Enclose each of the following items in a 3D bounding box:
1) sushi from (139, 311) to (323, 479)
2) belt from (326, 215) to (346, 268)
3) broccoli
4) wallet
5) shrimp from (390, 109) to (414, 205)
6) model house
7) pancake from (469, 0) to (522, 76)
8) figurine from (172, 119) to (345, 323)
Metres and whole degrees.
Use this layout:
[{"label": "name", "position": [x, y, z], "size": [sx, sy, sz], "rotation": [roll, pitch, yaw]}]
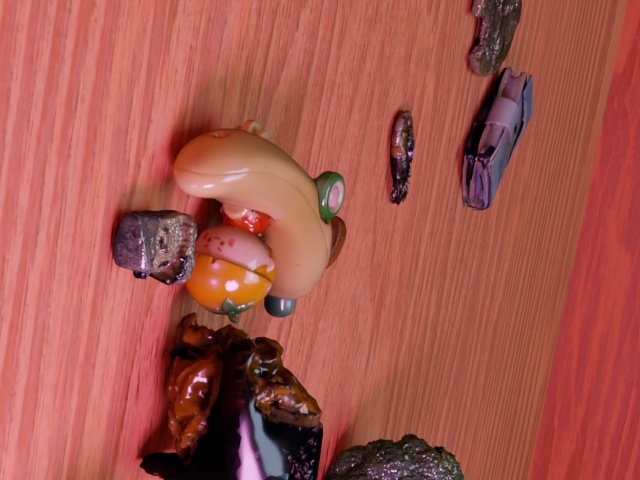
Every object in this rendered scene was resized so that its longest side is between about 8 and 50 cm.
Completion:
[{"label": "sushi", "position": [-0.097, 0.205, 1.452], "size": [0.213, 0.200, 0.204], "rotation": [28, 78, -64]}, {"label": "belt", "position": [0.000, 0.000, 1.751], "size": [0.083, 0.059, 0.036], "rotation": [-64, 156, -1]}, {"label": "broccoli", "position": [0.118, 0.445, 2.094], "size": [0.270, 0.269, 0.270], "rotation": [-145, -112, -81]}, {"label": "wallet", "position": [0.346, -0.201, 2.449], "size": [0.176, 0.075, 0.250], "rotation": [81, 32, -56]}, {"label": "shrimp", "position": [0.139, -0.136, 2.034], "size": [0.091, 0.034, 0.161], "rotation": [-42, 139, -56]}, {"label": "model house", "position": [-0.177, 0.009, 1.319], "size": [0.083, 0.066, 0.079], "rotation": [-9, 109, -65]}, {"label": "pancake", "position": [0.326, -0.423, 2.312], "size": [0.253, 0.037, 0.254], "rotation": [15, 90, -69]}, {"label": "figurine", "position": [-0.086, -0.013, 1.465], "size": [0.222, 0.124, 0.324], "rotation": [-69, 154, -10]}]
